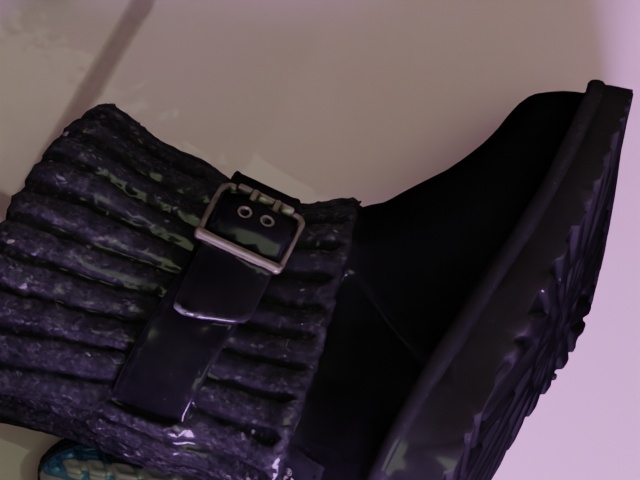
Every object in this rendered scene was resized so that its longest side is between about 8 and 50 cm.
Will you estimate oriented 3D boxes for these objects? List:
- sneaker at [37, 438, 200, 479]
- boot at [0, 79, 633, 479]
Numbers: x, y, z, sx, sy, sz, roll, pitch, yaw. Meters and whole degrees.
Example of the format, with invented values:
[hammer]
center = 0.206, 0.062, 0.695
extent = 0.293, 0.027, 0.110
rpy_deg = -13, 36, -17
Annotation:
[sneaker]
center = -0.050, 0.143, 0.883
extent = 0.190, 0.071, 0.083
rpy_deg = 8, 110, -4
[boot]
center = 0.000, -0.003, 0.885
extent = 0.260, 0.131, 0.348
rpy_deg = 21, 43, 17
